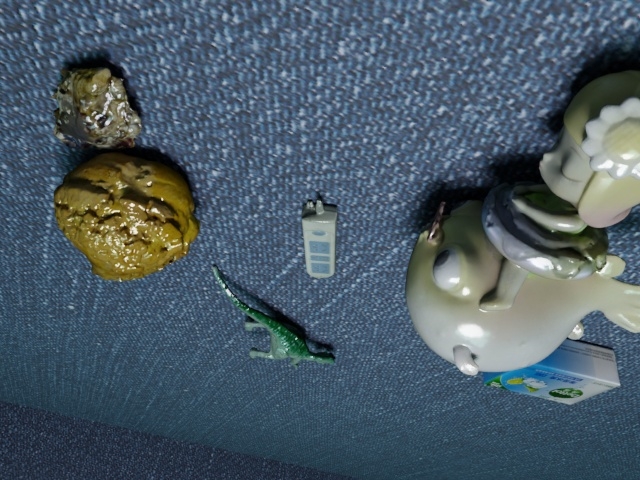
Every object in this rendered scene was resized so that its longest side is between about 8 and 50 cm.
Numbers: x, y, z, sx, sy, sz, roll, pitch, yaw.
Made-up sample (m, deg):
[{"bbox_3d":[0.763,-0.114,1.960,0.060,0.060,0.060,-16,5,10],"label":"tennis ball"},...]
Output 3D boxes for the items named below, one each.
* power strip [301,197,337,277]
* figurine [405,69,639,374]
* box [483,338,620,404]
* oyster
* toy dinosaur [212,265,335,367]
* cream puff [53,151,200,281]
[{"bbox_3d":[0.000,0.000,0.744,0.047,0.030,0.191,4,147,4],"label":"power strip"},{"bbox_3d":[0.261,-0.006,0.552,0.274,0.227,0.394,22,133,2],"label":"figurine"},{"bbox_3d":[0.423,0.237,0.974,0.194,0.073,0.139,14,146,-10],"label":"box"},{"bbox_3d":[-0.248,-0.137,0.571,0.103,0.051,0.148,14,146,-10],"label":"oyster"},{"bbox_3d":[-0.116,0.178,1.007,0.129,0.076,0.383,-23,140,29],"label":"toy dinosaur"},{"bbox_3d":[-0.250,-0.020,0.673,0.188,0.130,0.189,6,149,3],"label":"cream puff"}]
